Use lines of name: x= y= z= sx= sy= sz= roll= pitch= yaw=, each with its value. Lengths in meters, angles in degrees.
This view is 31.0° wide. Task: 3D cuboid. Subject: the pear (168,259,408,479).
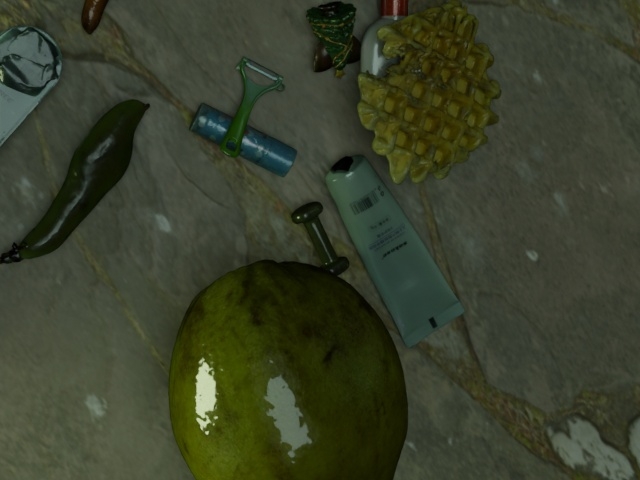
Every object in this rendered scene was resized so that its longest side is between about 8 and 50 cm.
pear: x=-0.049 y=0.224 z=1.621 sx=0.352 sy=0.352 sz=0.413 roll=-16 pitch=98 yaw=-9

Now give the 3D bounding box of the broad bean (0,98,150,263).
broad bean: x=-0.349 y=-0.071 z=1.650 sx=0.075 sy=0.067 sz=0.325 roll=38 pitch=88 yaw=-5

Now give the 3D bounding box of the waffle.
waffle: x=0.161 y=-0.214 z=1.695 sx=0.261 sy=0.056 sz=0.250 roll=-30 pitch=115 yaw=-32

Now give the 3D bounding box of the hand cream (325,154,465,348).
hand cream: x=0.108 y=0.012 z=1.764 sx=0.109 sy=0.067 sz=0.321 roll=-33 pitch=108 yaw=-6

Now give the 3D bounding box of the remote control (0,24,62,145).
remote control: x=-0.462 y=-0.196 z=1.617 sx=0.104 sy=0.052 sz=0.247 roll=43 pitch=88 yaw=-15

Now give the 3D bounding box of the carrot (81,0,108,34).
carrot: x=-0.293 y=-0.381 z=1.628 sx=0.047 sy=0.047 sz=0.191 roll=27 pitch=93 yaw=-14

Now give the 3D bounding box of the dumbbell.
dumbbell: x=0.000 y=0.000 z=1.741 sx=0.052 sy=0.046 sz=0.118 roll=-29 pitch=103 yaw=-12

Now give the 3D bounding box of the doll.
doll: x=0.026 y=-0.293 z=1.688 sx=0.078 sy=0.076 sz=0.113 roll=-18 pitch=102 yaw=-17

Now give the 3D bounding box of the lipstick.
lipstick: x=-0.114 y=-0.148 z=1.696 sx=0.158 sy=0.048 sz=0.048 roll=26 pitch=92 yaw=-13

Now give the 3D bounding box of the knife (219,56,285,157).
knife: x=-0.107 y=-0.186 z=1.674 sx=0.078 sy=0.022 sz=0.166 roll=23 pitch=63 yaw=-9

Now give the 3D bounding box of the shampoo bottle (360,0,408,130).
shampoo bottle: x=0.109 y=-0.275 z=1.716 sx=0.108 sy=0.051 sz=0.221 roll=-3 pitch=100 yaw=-23
